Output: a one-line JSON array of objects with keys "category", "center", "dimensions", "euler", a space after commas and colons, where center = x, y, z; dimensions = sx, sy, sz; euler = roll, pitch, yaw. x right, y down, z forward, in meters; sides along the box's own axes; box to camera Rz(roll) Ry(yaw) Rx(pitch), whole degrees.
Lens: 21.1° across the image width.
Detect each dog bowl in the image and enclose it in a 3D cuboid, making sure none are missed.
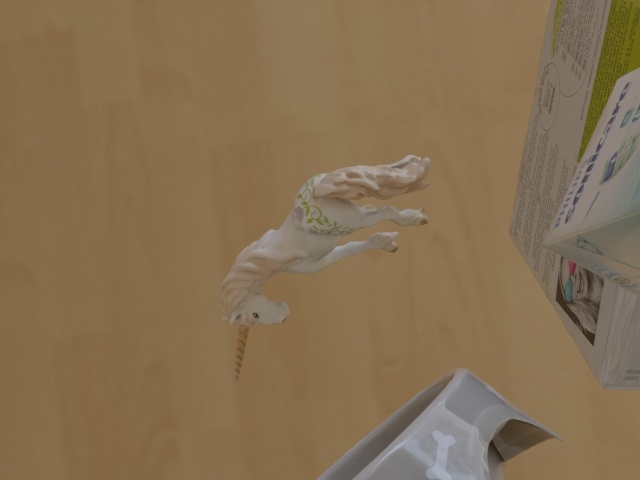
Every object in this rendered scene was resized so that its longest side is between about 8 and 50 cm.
[{"category": "dog bowl", "center": [0.035, 0.238, 1.396], "dimensions": [0.349, 0.349, 0.102], "euler": [-43, 87, 19]}]

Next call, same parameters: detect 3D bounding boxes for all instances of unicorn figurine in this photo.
[{"category": "unicorn figurine", "center": [0.000, 0.000, 1.017], "dimensions": [0.060, 0.111, 0.162], "euler": [58, 147, 32]}]

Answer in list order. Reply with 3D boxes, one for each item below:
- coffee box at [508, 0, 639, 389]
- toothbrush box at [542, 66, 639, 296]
[{"category": "coffee box", "center": [0.402, -0.084, 1.620], "dimensions": [0.338, 0.334, 0.338], "euler": [2, 115, -11]}, {"category": "toothbrush box", "center": [0.281, -0.018, 0.937], "dimensions": [0.216, 0.295, 0.126], "euler": [27, 80, -8]}]
